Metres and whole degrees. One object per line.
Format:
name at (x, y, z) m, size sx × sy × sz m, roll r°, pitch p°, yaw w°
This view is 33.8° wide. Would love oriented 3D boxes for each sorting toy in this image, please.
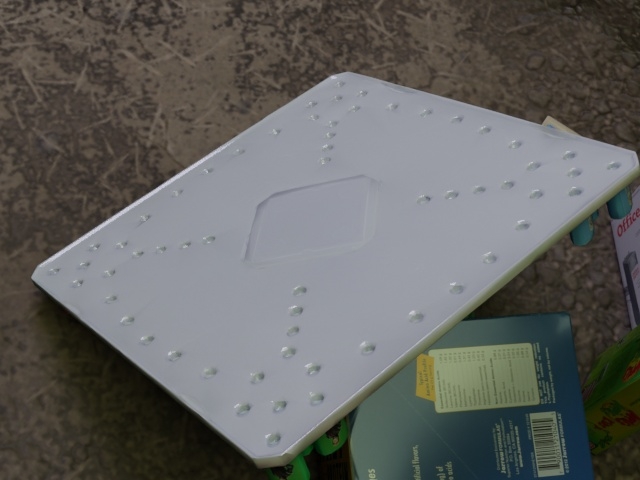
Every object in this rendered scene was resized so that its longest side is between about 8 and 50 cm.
sorting toy at (0.270, -0.095, 1.140) m, size 0.083 × 0.012 × 0.062 m, roll 33°, pitch 64°, yaw 6°

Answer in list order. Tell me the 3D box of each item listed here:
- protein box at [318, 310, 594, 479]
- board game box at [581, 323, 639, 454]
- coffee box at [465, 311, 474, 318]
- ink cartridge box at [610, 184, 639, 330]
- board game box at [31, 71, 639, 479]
protein box at (0.107, 0.173, 0.898) m, size 0.201 × 0.136 × 0.199 m, roll -3°, pitch 77°, yaw -12°
board game box at (0.284, 0.124, 0.946) m, size 0.043 × 0.181 × 0.092 m, roll 31°, pitch 64°, yaw 5°
coffee box at (0.093, 0.011, 1.042) m, size 0.113 × 0.040 × 0.184 m, roll 6°, pitch 65°, yaw -10°
ink cartridge box at (0.365, 0.041, 1.013) m, size 0.092 × 0.158 × 0.217 m, roll 1°, pitch 65°, yaw -8°
board game box at (0.000, 0.000, 0.899) m, size 0.390 × 0.050 × 0.390 m, roll -36°, pitch 37°, yaw -23°
